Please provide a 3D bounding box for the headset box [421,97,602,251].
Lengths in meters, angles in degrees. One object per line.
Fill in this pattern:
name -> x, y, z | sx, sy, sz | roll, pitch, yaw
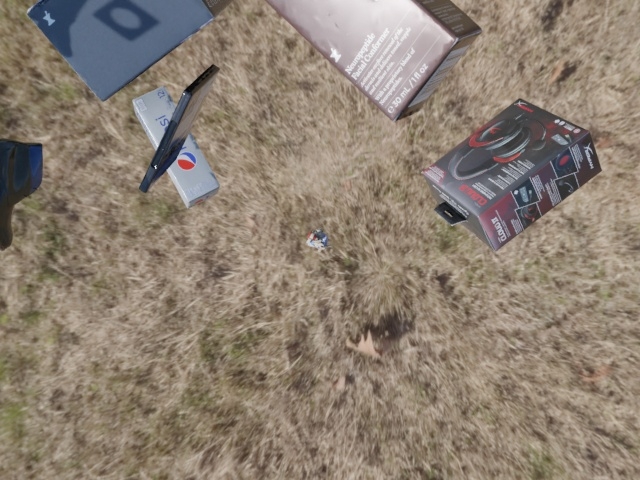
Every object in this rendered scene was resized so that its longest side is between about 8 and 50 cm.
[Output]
headset box -> 0.363, -0.128, 1.289 | 0.293, 0.218, 0.110 | -37, 126, 0

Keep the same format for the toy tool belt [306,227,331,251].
toy tool belt -> 0.000, 0.000, 1.481 | 0.051, 0.083, 0.052 | 25, 88, 6

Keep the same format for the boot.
boot -> -0.563, -0.084, 1.198 | 0.106, 0.082, 0.219 | -9, 121, -27

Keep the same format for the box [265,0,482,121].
box -> 0.075, -0.417, 1.145 | 0.381, 0.143, 0.191 | 45, 128, 9

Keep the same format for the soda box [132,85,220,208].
soda box -> -0.358, -0.229, 1.604 | 0.091, 0.098, 0.287 | -29, 90, -14

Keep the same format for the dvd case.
dvd case -> -0.293, -0.233, 1.341 | 0.022, 0.180, 0.253 | 31, 122, -7

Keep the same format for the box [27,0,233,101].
box -> -0.345, -0.502, 1.324 | 0.293, 0.396, 0.212 | -28, 113, 21
